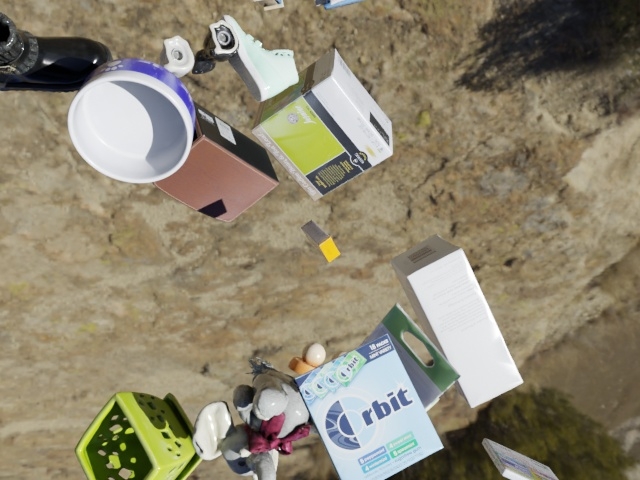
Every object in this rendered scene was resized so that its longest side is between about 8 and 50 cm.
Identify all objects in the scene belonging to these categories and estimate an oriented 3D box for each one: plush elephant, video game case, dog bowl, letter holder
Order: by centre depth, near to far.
[{"bbox_3d":[-0.121,0.426,1.426,0.272,0.255,0.330,26,177,-32],"label":"plush elephant"},{"bbox_3d":[-0.414,-0.264,1.447,0.265,0.104,0.265,-1,129,-1],"label":"dog bowl"},{"bbox_3d":[0.559,0.627,1.763,0.212,0.023,0.193,26,-174,-4],"label":"video game case"},{"bbox_3d":[-0.302,-0.202,1.780,0.214,0.152,0.302,-38,142,19],"label":"letter holder"}]

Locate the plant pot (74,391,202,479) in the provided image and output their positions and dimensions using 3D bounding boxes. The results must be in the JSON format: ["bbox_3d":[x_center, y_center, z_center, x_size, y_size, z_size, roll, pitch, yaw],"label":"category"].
[{"bbox_3d":[-0.427,0.516,1.598,0.227,0.228,0.207,-51,151,20],"label":"plant pot"}]

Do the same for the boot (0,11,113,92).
[{"bbox_3d":[-0.677,-0.451,1.519,0.348,0.131,0.260,-11,170,-13],"label":"boot"}]

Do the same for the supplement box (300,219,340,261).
[{"bbox_3d":[0.000,0.000,1.544,0.036,0.098,0.062,-37,130,-7],"label":"supplement box"}]

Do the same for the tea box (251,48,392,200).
[{"bbox_3d":[0.010,-0.364,2.086,0.324,0.220,0.329,-29,121,24],"label":"tea box"}]

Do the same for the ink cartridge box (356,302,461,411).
[{"bbox_3d":[0.147,0.235,1.185,0.056,0.171,0.235,-21,153,-46],"label":"ink cartridge box"}]

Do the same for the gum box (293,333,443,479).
[{"bbox_3d":[0.069,0.255,0.961,0.157,0.184,0.041,-24,170,-11],"label":"gum box"}]

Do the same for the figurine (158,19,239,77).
[{"bbox_3d":[-0.340,-0.465,1.690,0.215,0.092,0.209,-29,-175,-26],"label":"figurine"}]

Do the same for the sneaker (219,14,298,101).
[{"bbox_3d":[-0.162,-0.503,1.742,0.151,0.256,0.094,-28,174,-25],"label":"sneaker"}]

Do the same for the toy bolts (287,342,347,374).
[{"bbox_3d":[0.035,0.367,1.682,0.218,0.158,0.228,22,177,22],"label":"toy bolts"}]

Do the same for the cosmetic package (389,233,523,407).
[{"bbox_3d":[0.338,0.199,1.645,0.156,0.385,0.217,-28,-167,0],"label":"cosmetic package"}]

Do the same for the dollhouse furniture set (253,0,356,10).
[{"bbox_3d":[-0.010,-0.650,1.387,0.303,0.286,0.198,-11,-166,4],"label":"dollhouse furniture set"}]
